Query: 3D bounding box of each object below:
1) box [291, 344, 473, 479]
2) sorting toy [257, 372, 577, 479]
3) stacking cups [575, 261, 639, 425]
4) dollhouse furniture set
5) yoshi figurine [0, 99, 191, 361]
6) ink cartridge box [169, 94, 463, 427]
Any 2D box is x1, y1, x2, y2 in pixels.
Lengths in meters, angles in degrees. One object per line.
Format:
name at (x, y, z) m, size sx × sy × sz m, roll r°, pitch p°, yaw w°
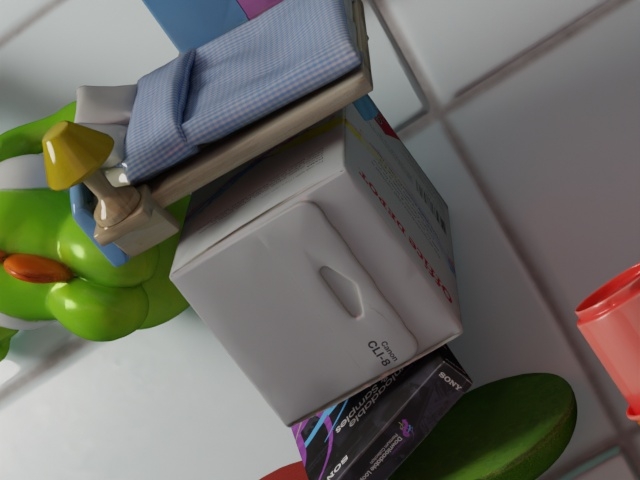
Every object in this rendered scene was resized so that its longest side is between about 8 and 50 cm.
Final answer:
box at (0.030, 0.093, 0.862) m, size 0.029 × 0.162 × 0.116 m, roll 38°, pitch 98°, yaw -20°
sorting toy at (0.101, 0.176, 0.860) m, size 0.365 × 0.127 × 0.126 m, roll -25°, pitch 103°, yaw 15°
stacking cups at (0.250, 0.152, 0.728) m, size 0.096 × 0.096 × 0.316 m, roll -35°, pitch 92°, yaw 15°
dollhouse furniture set at (-0.052, -0.180, 0.821) m, size 0.286 × 0.198 × 0.303 m, roll -27°, pitch 29°, yaw 17°
yoshi figurine at (-0.218, -0.017, 0.993) m, size 0.362 × 0.204 × 0.203 m, roll 24°, pitch 51°, yaw 37°
ink cartridge box at (0.000, 0.000, 0.847) m, size 0.127 × 0.176 × 0.128 m, roll -31°, pitch 110°, yaw 15°
